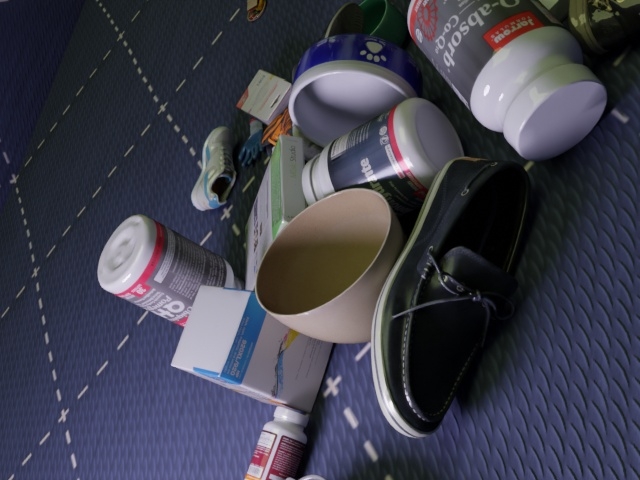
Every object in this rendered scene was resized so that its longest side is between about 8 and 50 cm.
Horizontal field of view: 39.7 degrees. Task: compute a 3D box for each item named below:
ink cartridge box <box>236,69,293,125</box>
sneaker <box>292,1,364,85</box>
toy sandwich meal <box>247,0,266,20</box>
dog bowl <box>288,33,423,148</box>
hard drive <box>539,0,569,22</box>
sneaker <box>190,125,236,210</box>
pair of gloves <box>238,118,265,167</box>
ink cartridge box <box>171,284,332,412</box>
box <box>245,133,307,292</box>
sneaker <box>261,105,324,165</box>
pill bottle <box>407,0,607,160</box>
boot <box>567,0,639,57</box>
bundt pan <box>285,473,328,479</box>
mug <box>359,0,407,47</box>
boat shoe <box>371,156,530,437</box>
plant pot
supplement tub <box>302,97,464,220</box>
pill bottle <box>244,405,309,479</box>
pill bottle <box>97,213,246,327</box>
[{"bbox_3d":[-0.120,-0.344,2.187,0.115,0.067,0.198,-56,32,2],"label":"ink cartridge box"},{"bbox_3d":[0.008,-0.426,1.956,0.118,0.083,0.222,13,75,55],"label":"sneaker"},{"bbox_3d":[-0.192,-0.681,2.588,0.086,0.029,0.085,-29,45,34],"label":"toy sandwich meal"},{"bbox_3d":[0.073,-0.290,1.791,0.265,0.265,0.104,-20,48,40],"label":"dog bowl"},{"bbox_3d":[0.356,-0.488,1.791,0.233,0.047,0.353,-47,38,16],"label":"hard drive"},{"bbox_3d":[-0.254,-0.185,2.259,0.092,0.087,0.228,-4,68,40],"label":"sneaker"},{"bbox_3d":[-0.133,-0.270,2.224,0.198,0.023,0.159,-24,48,38],"label":"pair of gloves"},{"bbox_3d":[-0.123,0.206,1.681,0.171,0.233,0.168,1,67,50],"label":"ink cartridge box"},{"bbox_3d":[-0.098,-0.029,1.849,0.322,0.059,0.232,114,158,-50],"label":"box"},{"bbox_3d":[-0.051,-0.220,2.009,0.180,0.125,0.321,-44,19,28],"label":"sneaker"},{"bbox_3d":[0.320,-0.320,1.535,0.210,0.210,0.363,-44,52,18],"label":"pill bottle"},{"bbox_3d":[0.569,-0.508,1.478,0.284,0.138,0.377,-8,62,48],"label":"boot"},{"bbox_3d":[-0.008,0.545,1.391,0.331,0.124,0.330,-30,44,34],"label":"bundt pan"},{"bbox_3d":[0.130,-0.480,2.006,0.129,0.097,0.157,-37,40,27],"label":"mug"},{"bbox_3d":[0.219,0.073,1.427,0.156,0.187,0.500,-11,51,52],"label":"boat shoe"},{"bbox_3d":[0.052,0.075,1.581,0.284,0.191,0.284,-27,35,21],"label":"plant pot"},{"bbox_3d":[0.118,-0.135,1.685,0.272,0.191,0.191,-26,47,36],"label":"supplement tub"},{"bbox_3d":[-0.075,0.386,1.618,0.086,0.086,0.152,1,65,50],"label":"pill bottle"},{"bbox_3d":[-0.299,0.087,1.902,0.176,0.319,0.176,-30,44,34],"label":"pill bottle"}]
